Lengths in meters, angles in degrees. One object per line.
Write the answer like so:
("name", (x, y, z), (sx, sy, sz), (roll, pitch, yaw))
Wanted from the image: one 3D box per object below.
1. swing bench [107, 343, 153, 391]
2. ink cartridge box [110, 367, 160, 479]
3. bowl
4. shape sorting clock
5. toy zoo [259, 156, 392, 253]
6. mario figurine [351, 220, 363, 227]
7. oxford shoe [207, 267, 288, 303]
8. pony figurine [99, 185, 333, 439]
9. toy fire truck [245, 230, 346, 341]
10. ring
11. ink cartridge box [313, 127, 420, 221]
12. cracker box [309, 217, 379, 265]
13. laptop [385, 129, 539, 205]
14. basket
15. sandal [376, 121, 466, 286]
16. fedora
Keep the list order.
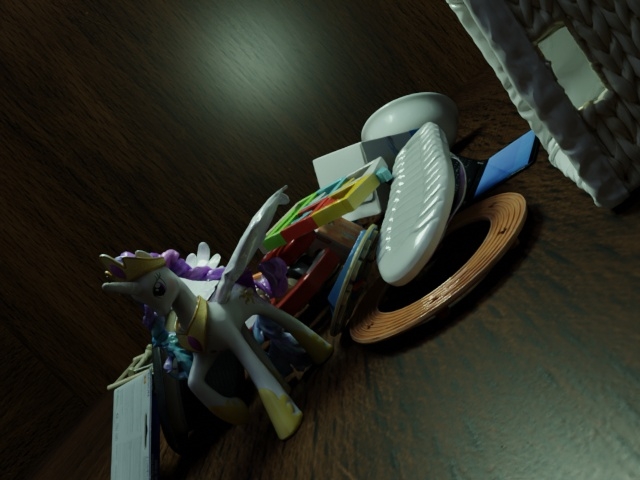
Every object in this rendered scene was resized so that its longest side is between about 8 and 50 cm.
("swing bench", (-0.438, 0.365, 1.658), (0.255, 0.165, 0.253), (-41, 7, 3))
("ink cartridge box", (-0.337, 0.370, 1.064), (0.224, 0.045, 0.223), (-33, 55, 47))
("bowl", (0.278, -0.284, 1.659), (0.298, 0.134, 0.298), (-11, -26, -5))
("shape sorting clock", (0.061, 0.070, 0.978), (0.206, 0.040, 0.206), (-60, -13, -24))
("toy zoo", (0.020, -0.078, 1.134), (0.293, 0.030, 0.192), (-25, 16, 38))
("mario figurine", (0.100, -0.086, 1.575), (0.320, 0.170, 0.198), (-61, 23, -1))
("oxford shoe", (-0.201, 0.201, 1.610), (0.364, 0.130, 0.132), (-29, 32, 7))
("pony figurine", (-0.147, 0.102, 0.923), (0.303, 0.363, 0.351), (-38, 8, 28))
("toy fire truck", (-0.068, 0.117, 1.238), (0.254, 0.169, 0.302), (-53, 11, -19))
("ring", (0.180, 0.046, 0.880), (0.336, 0.032, 0.336), (-40, 7, 6))
("ink cartridge box", (0.135, -0.154, 1.363), (0.233, 0.168, 0.171), (-21, 5, -42))
("cracker box", (0.018, 0.010, 1.383), (0.232, 0.156, 0.067), (-26, 41, 62))
("laptop", (0.298, -0.182, 1.176), (0.234, 0.264, 0.136), (-50, -25, -53))
("basket", (0.354, -0.271, 0.722), (0.266, 0.328, 0.331), (-34, 9, 19))
("sandal", (0.192, -0.075, 0.970), (0.169, 0.102, 0.416), (-48, 17, 40))
("fedora", (-0.235, 0.250, 1.140), (0.152, 0.334, 0.334), (-8, 5, -6))
